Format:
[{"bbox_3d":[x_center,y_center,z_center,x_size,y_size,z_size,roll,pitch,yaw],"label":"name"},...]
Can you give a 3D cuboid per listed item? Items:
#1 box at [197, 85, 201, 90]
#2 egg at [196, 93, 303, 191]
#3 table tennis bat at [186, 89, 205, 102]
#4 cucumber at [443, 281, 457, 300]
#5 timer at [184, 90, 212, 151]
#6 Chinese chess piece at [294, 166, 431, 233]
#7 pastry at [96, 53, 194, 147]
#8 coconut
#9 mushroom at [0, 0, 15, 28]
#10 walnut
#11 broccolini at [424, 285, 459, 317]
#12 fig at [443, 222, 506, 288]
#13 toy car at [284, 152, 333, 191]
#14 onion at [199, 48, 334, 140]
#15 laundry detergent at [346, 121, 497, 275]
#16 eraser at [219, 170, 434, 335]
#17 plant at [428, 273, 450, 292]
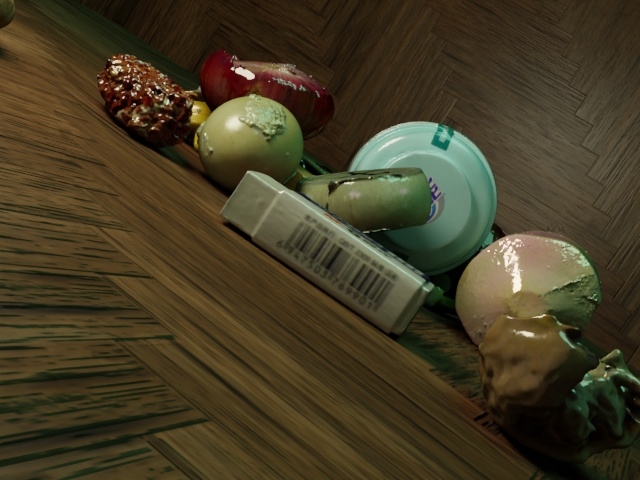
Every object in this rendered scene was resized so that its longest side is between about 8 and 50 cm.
[{"bbox_3d":[-0.184,-0.263,2.105,0.203,0.116,0.274,31,7,-17],"label":"box"},{"bbox_3d":[-0.109,-0.148,1.493,0.164,0.164,0.201,35,19,15],"label":"egg"},{"bbox_3d":[-0.279,-0.286,1.822,0.170,0.107,0.119,5,47,-29],"label":"table tennis bat"},{"bbox_3d":[0.265,0.116,1.824,0.043,0.039,0.163,5,13,-12],"label":"cucumber"},{"bbox_3d":[-0.228,-0.209,1.744,0.107,0.109,0.107,8,-11,1],"label":"timer"},{"bbox_3d":[0.070,-0.065,1.544,0.238,0.092,0.238,-4,8,1],"label":"Chinese chess piece"},{"bbox_3d":[-0.279,-0.221,1.477,0.115,0.097,0.208,20,16,-46],"label":"pastry"},{"bbox_3d":[0.350,0.096,1.571,0.233,0.233,0.245,35,17,13],"label":"coconut"},{"bbox_3d":[-0.539,-0.398,1.400,0.285,0.156,0.151,49,1,23],"label":"mushroom"},{"bbox_3d":[0.261,0.168,1.061,0.238,0.141,0.204,28,-4,-30],"label":"walnut"},{"bbox_3d":[0.318,0.141,1.740,0.392,0.074,0.079,22,22,-51],"label":"broccolini"},{"bbox_3d":[0.336,0.073,2.019,0.190,0.190,0.290,29,26,-27],"label":"fig"},{"bbox_3d":[-0.082,-0.134,1.747,0.257,0.101,0.124,39,18,35],"label":"toy car"},{"bbox_3d":[-0.099,-0.251,1.675,0.248,0.161,0.248,18,31,-11],"label":"onion"},{"bbox_3d":[0.184,-0.083,1.808,0.287,0.287,0.305,33,7,-2],"label":"laundry detergent"},{"bbox_3d":[0.012,0.013,1.229,0.279,0.081,0.124,34,7,8],"label":"eraser"},{"bbox_3d":[0.220,0.083,1.821,0.051,0.051,0.102,32,-5,-5],"label":"plant"}]
